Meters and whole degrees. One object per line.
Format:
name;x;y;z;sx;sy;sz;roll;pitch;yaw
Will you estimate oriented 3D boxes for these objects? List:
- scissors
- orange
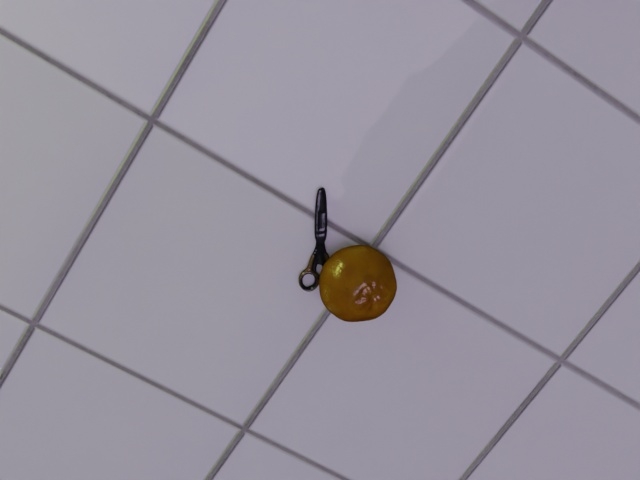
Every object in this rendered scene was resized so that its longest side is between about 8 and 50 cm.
scissors;0.000;0.000;1.639;0.088;0.017;0.220;-1;111;-4
orange;0.077;0.087;1.607;0.159;0.136;0.158;-6;107;-20
